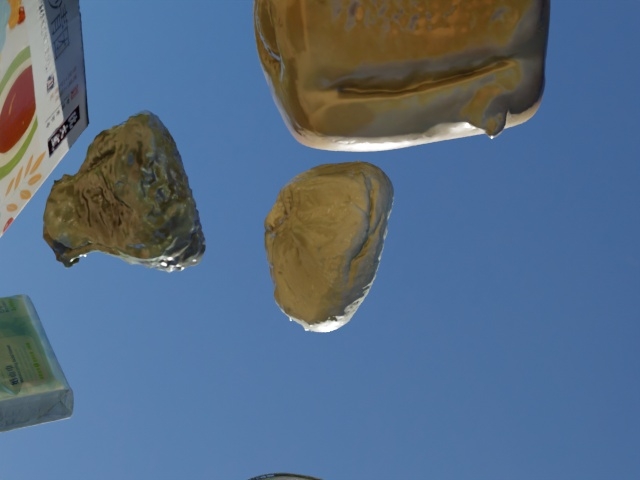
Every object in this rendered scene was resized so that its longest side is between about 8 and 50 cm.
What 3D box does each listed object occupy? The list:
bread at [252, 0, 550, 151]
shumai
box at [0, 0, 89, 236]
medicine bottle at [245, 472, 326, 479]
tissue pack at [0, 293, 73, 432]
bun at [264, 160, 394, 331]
[{"bbox_3d":[0.099,-0.305,1.883,0.253,0.376,0.348,-130,-150,-73],"label":"bread"},{"bbox_3d":[-0.284,-0.050,1.947,0.261,0.221,0.225,98,-27,-67],"label":"shumai"},{"bbox_3d":[-0.418,-0.144,1.580,0.345,0.122,0.385,96,19,-51],"label":"box"},{"bbox_3d":[-0.051,0.473,1.739,0.245,0.245,0.290,-116,-141,-51],"label":"medicine bottle"},{"bbox_3d":[-0.531,0.200,2.330,0.263,0.177,0.089,-127,-144,-46],"label":"tissue pack"},{"bbox_3d":[0.000,0.000,1.692,0.220,0.134,0.220,-159,-90,-77],"label":"bun"}]
